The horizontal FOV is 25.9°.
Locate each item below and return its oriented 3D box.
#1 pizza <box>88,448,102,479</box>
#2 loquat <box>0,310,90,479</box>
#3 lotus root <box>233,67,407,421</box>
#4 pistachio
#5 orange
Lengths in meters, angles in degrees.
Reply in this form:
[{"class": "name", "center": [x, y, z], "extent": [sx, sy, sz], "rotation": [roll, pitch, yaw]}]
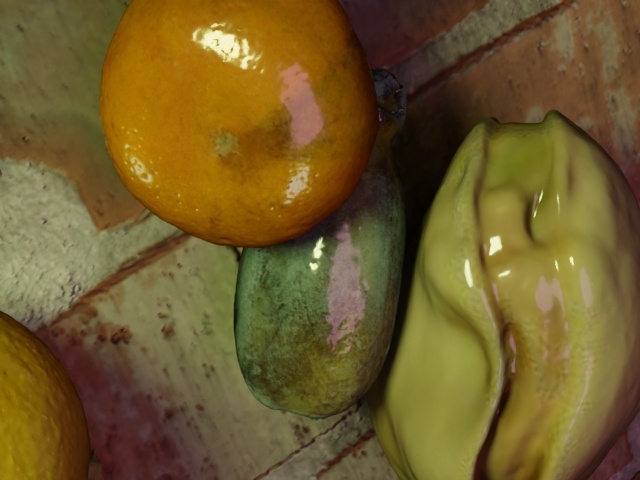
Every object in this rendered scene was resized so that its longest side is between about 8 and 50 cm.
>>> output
[{"class": "pizza", "center": [-0.255, 0.313, 1.282], "extent": [0.226, 0.069, 0.147], "rotation": [-40, 126, -13]}, {"class": "loquat", "center": [-0.305, 0.181, 1.067], "extent": [0.274, 0.275, 0.275], "rotation": [-15, 118, -29]}, {"class": "lotus root", "center": [0.000, 0.000, 1.261], "extent": [0.140, 0.158, 0.322], "rotation": [5, 100, -24]}, {"class": "pistachio", "center": [0.181, 0.088, 1.322], "extent": [0.281, 0.365, 0.445], "rotation": [3, 135, 6]}, {"class": "orange", "center": [-0.063, -0.114, 1.132], "extent": [0.171, 0.240, 0.240], "rotation": [-50, 147, -64]}]
